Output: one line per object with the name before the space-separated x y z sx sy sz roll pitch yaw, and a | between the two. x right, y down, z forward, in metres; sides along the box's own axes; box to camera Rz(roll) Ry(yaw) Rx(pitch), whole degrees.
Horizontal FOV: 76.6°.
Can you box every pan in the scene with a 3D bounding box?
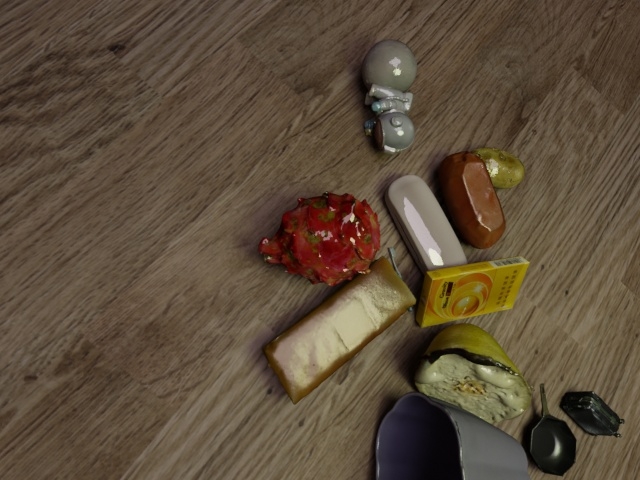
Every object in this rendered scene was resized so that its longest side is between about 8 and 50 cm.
pan | 0.571 0.467 1.008 0.129 0.048 0.201 18 76 -12

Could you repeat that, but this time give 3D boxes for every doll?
doll | 0.182 -0.359 1.040 0.151 0.151 0.286 -1 83 -15

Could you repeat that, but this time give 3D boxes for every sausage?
sausage | 0.386 -0.104 1.041 0.133 0.133 0.258 -20 87 -17

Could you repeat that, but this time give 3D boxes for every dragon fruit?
dragon fruit | 0.000 0.000 0.891 0.268 0.210 0.205 -14 99 2

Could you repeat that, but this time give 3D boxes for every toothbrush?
toothbrush | 0.201 0.096 1.012 0.014 0.011 0.167 -14 82 -22

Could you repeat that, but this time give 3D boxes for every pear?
pear | 0.341 0.278 0.934 0.267 0.267 0.178 29 41 -7

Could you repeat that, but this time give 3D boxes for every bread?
bread | 0.042 0.192 0.916 0.361 0.077 0.138 -35 90 -18

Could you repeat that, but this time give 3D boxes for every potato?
potato | 0.477 -0.200 1.111 0.171 0.080 0.107 18 87 -12

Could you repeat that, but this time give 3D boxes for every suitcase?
suitcase | 0.688 0.439 1.027 0.126 0.086 0.059 45 57 -2

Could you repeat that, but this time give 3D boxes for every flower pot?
flower pot | 0.284 0.466 0.833 0.243 0.265 0.264 18 74 -21

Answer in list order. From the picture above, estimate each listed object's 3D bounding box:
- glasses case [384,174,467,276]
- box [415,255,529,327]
glasses case | 0.265 -0.026 1.020 0.113 0.075 0.296 -26 85 -16
box | 0.369 0.124 0.990 0.270 0.043 0.152 -7 122 -16
